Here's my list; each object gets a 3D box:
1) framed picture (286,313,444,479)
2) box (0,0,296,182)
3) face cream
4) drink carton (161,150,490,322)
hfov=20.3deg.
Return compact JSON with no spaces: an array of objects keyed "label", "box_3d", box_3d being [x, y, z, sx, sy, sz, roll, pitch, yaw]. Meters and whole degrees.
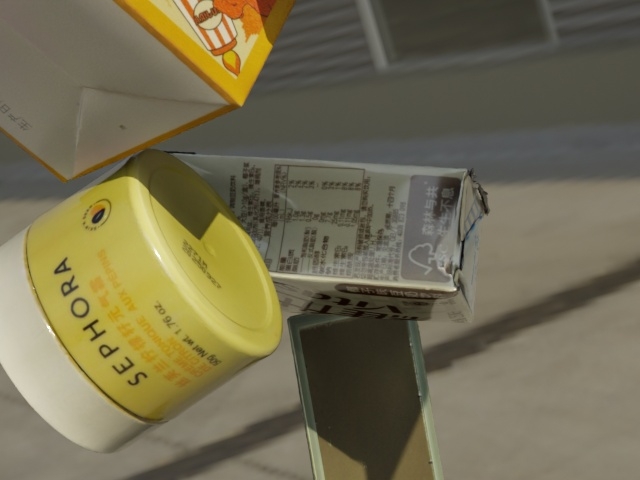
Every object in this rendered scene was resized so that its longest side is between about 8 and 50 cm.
[{"label":"framed picture","box_3d":[0.054,0.205,2.046,0.017,0.274,0.217,-10,-2,44]},{"label":"box","box_3d":[-0.200,-0.234,1.462,0.260,0.283,0.213,-19,40,46]},{"label":"face cream","box_3d":[-0.166,0.053,1.590,0.179,0.218,0.218,-33,4,17]},{"label":"drink carton","box_3d":[0.001,0.000,1.799,0.325,0.132,0.194,4,-12,12]}]
